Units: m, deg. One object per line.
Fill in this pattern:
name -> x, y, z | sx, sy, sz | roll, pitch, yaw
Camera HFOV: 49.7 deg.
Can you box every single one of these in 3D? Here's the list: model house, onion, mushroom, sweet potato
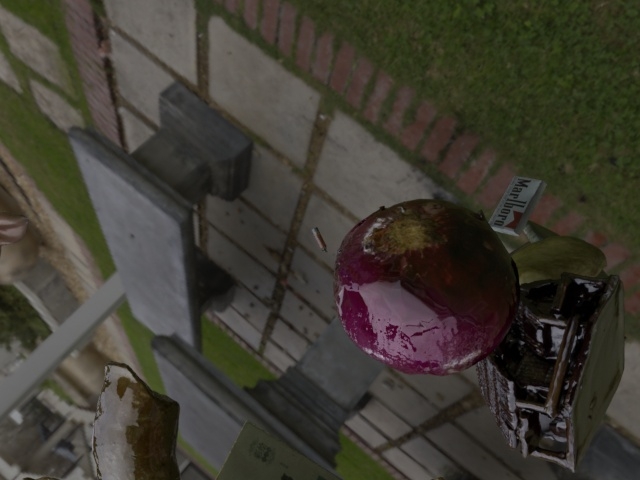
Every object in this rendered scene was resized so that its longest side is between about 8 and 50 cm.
model house -> 0.413, 0.226, 1.367 | 0.283, 0.297, 0.316 | 12, 124, 43
onion -> 0.199, 0.119, 1.275 | 0.348, 0.348, 0.385 | 23, 146, 37
mushroom -> 0.572, 0.079, 1.698 | 0.218, 0.211, 0.292 | 20, -171, -39
sweet potato -> -0.315, 0.388, 1.193 | 0.158, 0.158, 0.369 | -5, 86, 59

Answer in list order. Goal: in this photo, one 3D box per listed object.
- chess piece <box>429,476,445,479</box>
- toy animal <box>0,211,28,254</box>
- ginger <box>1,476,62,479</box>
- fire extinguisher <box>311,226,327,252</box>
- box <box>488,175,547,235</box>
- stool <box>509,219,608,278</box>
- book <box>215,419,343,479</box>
chess piece -> 0.236, 0.608, 1.570 | 0.060, 0.171, 0.060 | 26, -163, -8
toy animal -> -0.575, 0.068, 0.996 | 0.195, 0.256, 0.213 | 15, -170, 22
ginger -> -0.487, 0.487, 1.309 | 0.259, 0.065, 0.149 | -12, 149, 35
fire extinguisher -> 0.000, 0.000, 2.118 | 0.022, 0.028, 0.083 | -29, 85, 24
box -> 0.573, -0.104, 2.021 | 0.036, 0.177, 0.115 | 34, 172, -32
stool -> 0.720, 0.126, 2.145 | 0.311, 0.226, 0.310 | 27, -157, -16
book -> -0.034, 0.417, 0.976 | 0.283, 0.214, 0.025 | 32, 140, -6
